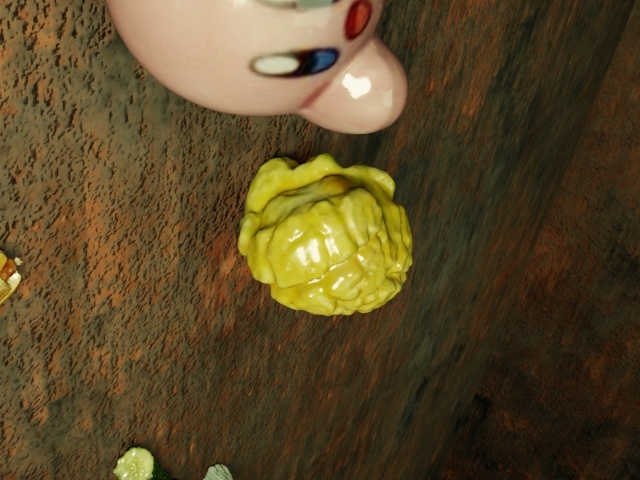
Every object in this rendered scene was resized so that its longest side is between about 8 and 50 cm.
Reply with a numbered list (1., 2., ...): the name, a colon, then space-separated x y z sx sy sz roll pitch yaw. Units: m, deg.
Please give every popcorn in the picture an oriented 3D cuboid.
1. popcorn: 0.000 0.000 0.945 0.226 0.203 0.200 -53 133 -40

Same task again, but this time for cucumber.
1. cucumber: -0.226 0.328 1.075 0.058 0.058 0.187 -49 156 -20

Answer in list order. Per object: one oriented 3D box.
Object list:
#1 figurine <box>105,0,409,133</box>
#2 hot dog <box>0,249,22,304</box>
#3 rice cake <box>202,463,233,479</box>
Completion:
1. figurine: -0.061 -0.209 0.595 0.211 0.261 0.270 -10 134 -24
2. hot dog: -0.292 0.060 0.640 0.133 0.041 0.056 -47 153 -25
3. rice cake: -0.175 0.479 1.278 0.038 0.124 0.211 2 123 -55
